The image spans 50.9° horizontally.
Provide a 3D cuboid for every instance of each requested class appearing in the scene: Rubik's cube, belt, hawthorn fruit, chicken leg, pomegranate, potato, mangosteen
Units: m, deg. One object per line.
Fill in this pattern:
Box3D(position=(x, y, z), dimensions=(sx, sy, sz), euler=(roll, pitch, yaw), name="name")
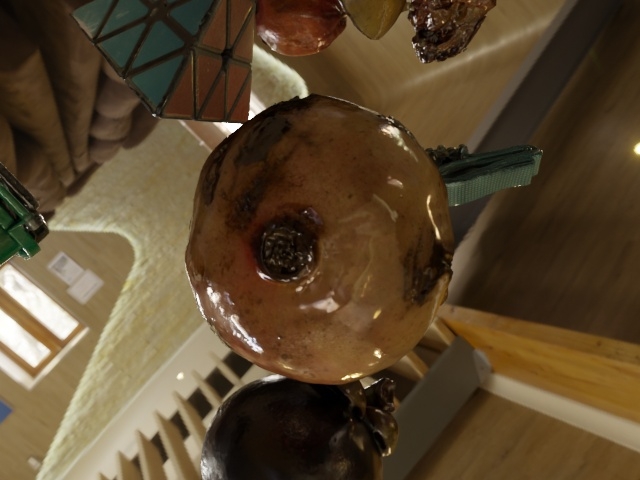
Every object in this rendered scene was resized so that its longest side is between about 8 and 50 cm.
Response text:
Box3D(position=(-0.192, -0.277, 0.953), dimensions=(0.229, 0.228, 0.233), euler=(-19, -177, -29), name="Rubik's cube")
Box3D(position=(0.237, -0.107, 1.001), dimensions=(0.179, 0.065, 0.100), euler=(-13, -139, -12), name="belt")
Box3D(position=(-0.044, -0.443, 1.312), dimensions=(0.173, 0.173, 0.179), euler=(-46, -130, -4), name="hawthorn fruit")
Box3D(position=(0.268, -0.508, 1.353), dimensions=(0.322, 0.178, 0.083), euler=(-58, -152, 34), name="chicken leg")
Box3D(position=(0.000, 0.000, 0.760), dimensions=(0.322, 0.322, 0.322), euler=(-41, -165, 14), name="pomegranate")
Box3D(position=(0.106, -0.486, 1.139), dimensions=(0.116, 0.239, 0.298), euler=(-9, -124, 26), name="potato")
Box3D(position=(-0.017, 0.336, 1.072), dimensions=(0.347, 0.306, 0.307), euler=(-37, -170, -26), name="mangosteen")

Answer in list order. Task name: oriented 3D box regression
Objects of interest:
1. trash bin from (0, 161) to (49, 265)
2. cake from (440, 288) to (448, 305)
Box3D(position=(-0.601, 0.020, 0.937), dimensions=(0.381, 0.259, 0.295), euler=(-50, -153, -24), name="trash bin")
Box3D(position=(0.098, 0.070, 1.074), dimensions=(0.185, 0.208, 0.178), euler=(-103, -154, -70), name="cake")
